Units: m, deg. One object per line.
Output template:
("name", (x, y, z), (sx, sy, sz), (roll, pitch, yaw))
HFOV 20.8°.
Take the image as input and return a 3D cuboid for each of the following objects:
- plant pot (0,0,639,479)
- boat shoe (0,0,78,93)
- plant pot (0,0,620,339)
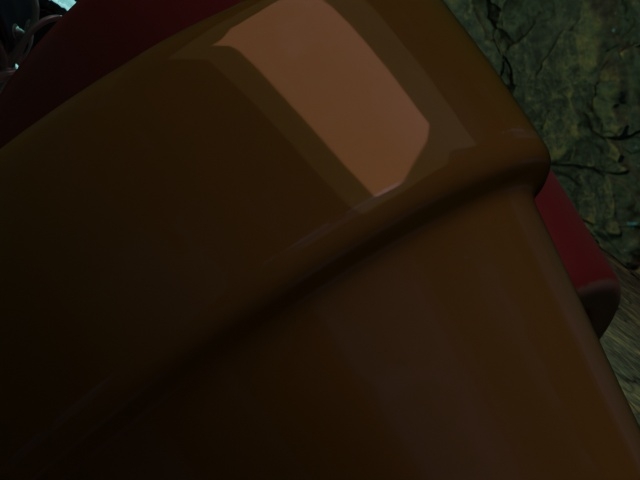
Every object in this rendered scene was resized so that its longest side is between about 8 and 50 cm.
("plant pot", (0.000, 0.078, 0.586), (0.239, 0.254, 0.254), (54, 14, 9))
("boat shoe", (-0.202, -0.115, 0.942), (0.079, 0.095, 0.254), (41, 13, 30))
("plant pot", (0.000, 0.000, 0.881), (0.243, 0.275, 0.275), (51, 15, 19))
